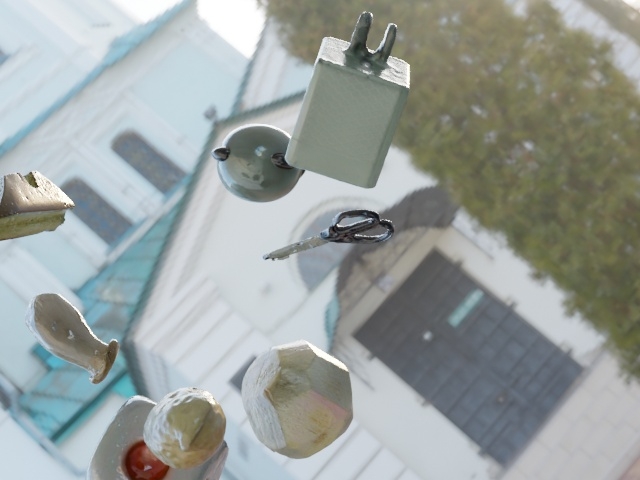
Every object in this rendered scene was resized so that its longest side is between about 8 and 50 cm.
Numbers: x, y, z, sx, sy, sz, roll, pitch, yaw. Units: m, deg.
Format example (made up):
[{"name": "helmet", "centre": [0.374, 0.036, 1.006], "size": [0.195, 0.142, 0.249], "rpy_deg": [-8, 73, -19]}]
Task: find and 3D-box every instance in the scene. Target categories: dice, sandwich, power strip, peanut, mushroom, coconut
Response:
[{"name": "dice", "centre": [-0.280, 0.390, 1.901], "size": [0.192, 0.193, 0.194], "rpy_deg": [78, -143, -72]}, {"name": "sandwich", "centre": [-0.492, -0.059, 1.772], "size": [0.090, 0.088, 0.244], "rpy_deg": [-37, -7, 16]}, {"name": "power strip", "centre": [0.050, -0.209, 1.575], "size": [0.140, 0.139, 0.224], "rpy_deg": [-75, 4, -64]}, {"name": "peanut", "centre": [-0.189, 0.259, 1.518], "size": [0.263, 0.101, 0.117], "rpy_deg": [146, 143, -78]}, {"name": "mushroom", "centre": [-0.470, 0.181, 2.078], "size": [0.097, 0.212, 0.088], "rpy_deg": [-50, -15, -24]}, {"name": "coconut", "centre": [-0.040, 0.322, 2.228], "size": [0.237, 0.237, 0.197], "rpy_deg": [-51, 28, 7]}]

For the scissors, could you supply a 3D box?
[{"name": "scissors", "centre": [0.000, 0.000, 2.000], "size": [0.300, 0.109, 0.022], "rpy_deg": [-18, 54, 39]}]

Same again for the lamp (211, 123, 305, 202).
[{"name": "lamp", "centre": [-0.130, -0.170, 2.499], "size": [0.198, 0.197, 0.244], "rpy_deg": [-51, -12, 4]}]
